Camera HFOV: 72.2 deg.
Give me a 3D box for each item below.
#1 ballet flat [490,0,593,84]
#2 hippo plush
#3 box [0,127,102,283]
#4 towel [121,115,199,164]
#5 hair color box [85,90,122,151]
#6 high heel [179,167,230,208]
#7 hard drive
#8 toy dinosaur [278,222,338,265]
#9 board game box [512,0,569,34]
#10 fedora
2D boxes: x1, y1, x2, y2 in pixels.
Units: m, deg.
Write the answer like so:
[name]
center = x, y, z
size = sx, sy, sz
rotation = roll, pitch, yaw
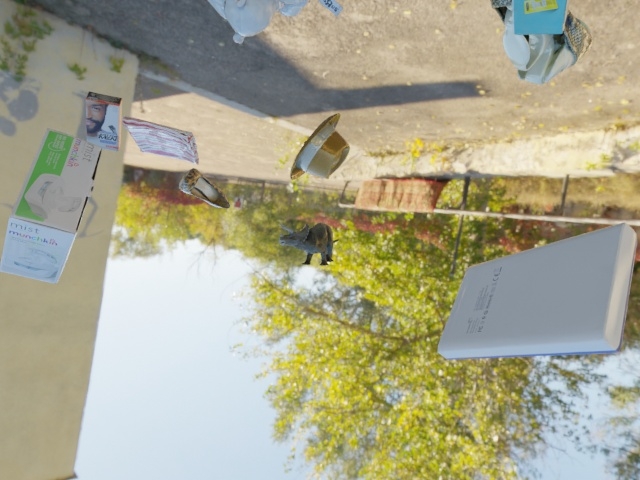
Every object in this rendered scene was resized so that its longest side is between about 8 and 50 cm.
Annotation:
[ballet flat]
center = 0.491, -0.467, 1.002
size = 0.164, 0.182, 0.482
rotation = 17, -175, 41
[hippo plush]
center = -0.133, -0.559, 1.016
size = 0.294, 0.236, 0.234
rotation = 44, 169, 1
[box]
center = -0.615, -0.075, 1.012
size = 0.126, 0.262, 0.231
rotation = 18, 139, -29
[towel]
center = -0.353, -0.216, 0.989
size = 0.144, 0.029, 0.197
rotation = 13, 170, -9
[hair color box]
center = -0.661, -0.360, 1.343
size = 0.093, 0.167, 0.053
rotation = 7, -136, -19
[high heel]
center = -0.420, -0.181, 1.633
size = 0.186, 0.093, 0.261
rotation = 35, -179, -9
[hard drive]
center = 0.353, 0.101, 0.754
size = 0.040, 0.210, 0.318
rotation = 38, 151, -13
[toy dinosaur]
center = 0.000, 0.000, 1.570
size = 0.121, 0.160, 0.313
rotation = 3, -168, 42
[board game box]
center = 0.318, -0.498, 0.586
size = 0.079, 0.254, 0.336
rotation = 11, 169, 27
[fedora]
center = 0.010, -0.193, 0.992
size = 0.079, 0.194, 0.194
rotation = 40, -178, 2
